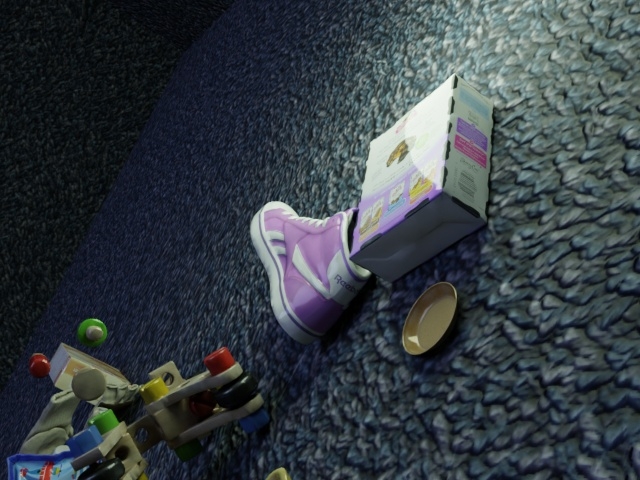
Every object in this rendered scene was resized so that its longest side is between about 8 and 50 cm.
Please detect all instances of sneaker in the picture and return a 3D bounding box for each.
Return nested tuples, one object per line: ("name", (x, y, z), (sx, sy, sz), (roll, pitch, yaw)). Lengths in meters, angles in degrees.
("sneaker", (0.001, 0.001, 1.136), (0.161, 0.102, 0.282), (-48, 34, 17))

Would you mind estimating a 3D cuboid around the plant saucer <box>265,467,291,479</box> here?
("plant saucer", (-0.074, 0.428, 0.737), (0.333, 0.081, 0.332), (-54, 22, 12))

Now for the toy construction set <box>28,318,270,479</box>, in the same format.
("toy construction set", (-0.246, 0.227, 1.121), (0.257, 0.309, 0.237), (-56, 15, -15))

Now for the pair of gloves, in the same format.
("pair of gloves", (-0.446, 0.346, 1.550), (0.204, 0.042, 0.240), (-54, -22, 17))

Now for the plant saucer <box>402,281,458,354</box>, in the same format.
("plant saucer", (0.116, 0.083, 0.866), (0.083, 0.015, 0.083), (-47, 23, 28))

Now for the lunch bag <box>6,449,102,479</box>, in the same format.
("lunch bag", (-0.341, 0.462, 1.121), (0.293, 0.138, 0.221), (-104, 10, -50))

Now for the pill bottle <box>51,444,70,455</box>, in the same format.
("pill bottle", (-0.482, 0.491, 1.475), (0.245, 0.136, 0.136), (-59, 21, 0))

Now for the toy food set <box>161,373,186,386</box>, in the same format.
("toy food set", (-0.252, 0.268, 1.433), (0.122, 0.019, 0.078), (16, 76, 60))

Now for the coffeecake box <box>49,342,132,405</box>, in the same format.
("coffeecake box", (-0.477, 0.283, 1.734), (0.068, 0.142, 0.185), (-62, 22, -9))

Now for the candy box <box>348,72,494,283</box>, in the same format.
("candy box", (0.120, -0.073, 0.991), (0.165, 0.070, 0.196), (-37, 30, 44))
